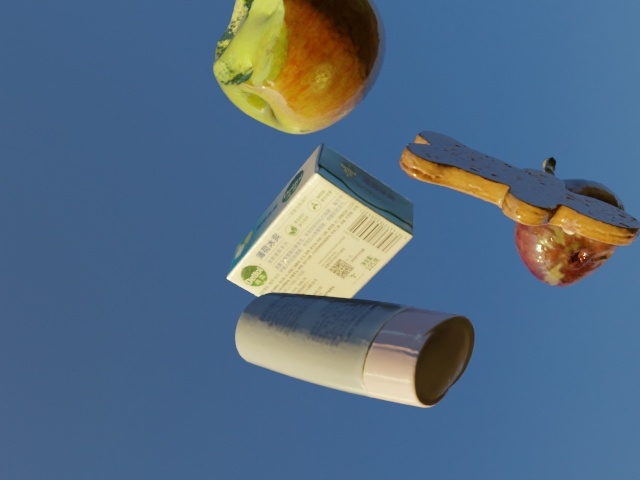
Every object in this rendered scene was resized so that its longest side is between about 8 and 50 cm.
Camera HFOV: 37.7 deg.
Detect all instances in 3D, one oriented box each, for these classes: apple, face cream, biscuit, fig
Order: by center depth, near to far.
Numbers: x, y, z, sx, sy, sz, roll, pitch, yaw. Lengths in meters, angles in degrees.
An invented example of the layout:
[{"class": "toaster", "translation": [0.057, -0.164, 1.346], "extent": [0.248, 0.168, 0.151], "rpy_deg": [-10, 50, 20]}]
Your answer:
[{"class": "face cream", "translation": [0.021, 0.080, 0.729], "extent": [0.084, 0.198, 0.057], "rpy_deg": [-46, -56, -32]}, {"class": "biscuit", "translation": [0.202, -0.047, 0.959], "extent": [0.165, 0.250, 0.036], "rpy_deg": [-42, -28, -66]}, {"class": "apple", "translation": [-0.038, -0.273, 1.307], "extent": [0.246, 0.246, 0.226], "rpy_deg": [41, -95, -27]}, {"class": "fig", "translation": [0.358, -0.030, 1.344], "extent": [0.143, 0.160, 0.231], "rpy_deg": [36, -154, 3]}]

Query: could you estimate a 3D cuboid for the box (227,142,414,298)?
[{"class": "box", "translation": [0.000, 0.001, 1.119], "extent": [0.139, 0.194, 0.073], "rpy_deg": [32, -146, -16]}]
